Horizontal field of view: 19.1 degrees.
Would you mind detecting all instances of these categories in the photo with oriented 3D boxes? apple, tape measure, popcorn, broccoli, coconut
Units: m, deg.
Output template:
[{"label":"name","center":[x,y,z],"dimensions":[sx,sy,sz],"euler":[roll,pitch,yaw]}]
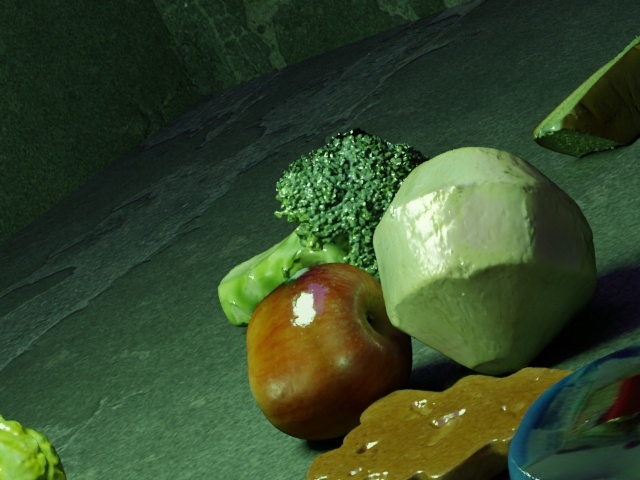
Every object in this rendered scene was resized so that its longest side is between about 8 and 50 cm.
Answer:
[{"label":"apple","center":[0.005,0.123,2.040],"dimensions":[0.199,0.199,0.199],"euler":[-26,14,7]},{"label":"tape measure","center":[0.269,0.175,1.365],"dimensions":[0.262,0.138,0.259],"euler":[-12,18,26]},{"label":"popcorn","center":[-0.391,0.288,2.134],"dimensions":[0.212,0.198,0.198],"euler":[10,0,-23]},{"label":"broccoli","center":[-0.008,0.011,2.444],"dimensions":[0.361,0.221,0.252],"euler":[-34,4,23]},{"label":"coconut","center":[0.170,0.025,1.975],"dimensions":[0.237,0.237,0.197],"euler":[-17,-23,36]}]

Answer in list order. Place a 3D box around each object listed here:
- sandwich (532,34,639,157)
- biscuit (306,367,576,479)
[{"label":"sandwich","center":[0.384,-0.180,2.563],"dimensions":[0.258,0.096,0.094],"euler":[-40,12,-36]},{"label":"biscuit","center":[0.127,0.193,1.810],"dimensions":[0.306,0.043,0.284],"euler":[-21,14,20]}]
